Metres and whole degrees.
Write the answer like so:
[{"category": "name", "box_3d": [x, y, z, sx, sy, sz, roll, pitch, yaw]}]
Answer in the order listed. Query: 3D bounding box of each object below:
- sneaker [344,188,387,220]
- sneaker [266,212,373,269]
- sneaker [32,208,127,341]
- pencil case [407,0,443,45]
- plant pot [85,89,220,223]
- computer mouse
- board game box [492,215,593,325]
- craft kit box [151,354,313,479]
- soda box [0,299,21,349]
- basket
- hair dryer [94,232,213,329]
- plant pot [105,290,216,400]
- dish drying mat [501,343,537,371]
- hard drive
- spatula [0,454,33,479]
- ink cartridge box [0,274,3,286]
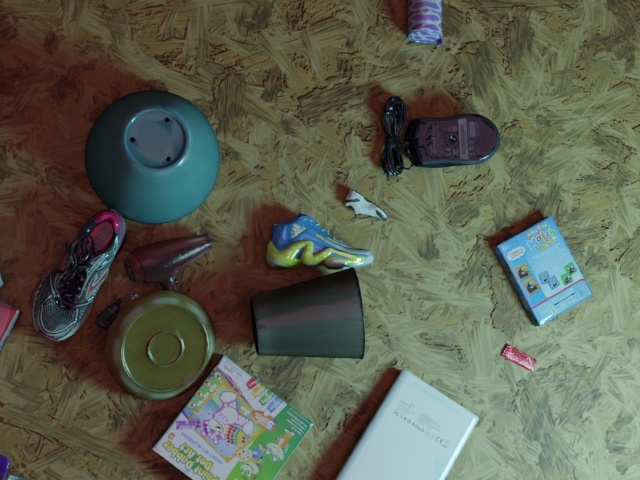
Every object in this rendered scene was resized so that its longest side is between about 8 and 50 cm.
[{"category": "sneaker", "box_3d": [0.103, -0.073, 2.049, 0.109, 0.040, 0.044, 33, 94, -3]}, {"category": "sneaker", "box_3d": [0.000, 0.000, 1.987, 0.240, 0.091, 0.126, 1, 83, -11]}, {"category": "sneaker", "box_3d": [-0.503, 0.064, 1.860, 0.120, 0.112, 0.299, 26, 79, -8]}, {"category": "pencil case", "box_3d": [0.249, -0.567, 2.115, 0.088, 0.086, 0.206, 9, 82, -35]}, {"category": "plant pot", "box_3d": [-0.347, -0.191, 1.881, 0.290, 0.195, 0.290, 2, 83, -12]}, {"category": "computer mouse", "box_3d": [0.276, -0.236, 2.091, 0.272, 0.072, 0.189, 2, 85, 0]}, {"category": "board game box", "box_3d": [0.523, 0.071, 2.118, 0.160, 0.039, 0.212, -28, 90, -14]}, {"category": "craft kit box", "box_3d": [-0.186, 0.414, 1.918, 0.250, 0.061, 0.247, 38, 80, -5]}, {"category": "soda box", "box_3d": [-0.700, 0.240, 1.805, 0.083, 0.092, 0.263, 26, 79, -9]}, {"category": "basket", "box_3d": [-0.031, 0.168, 1.933, 0.226, 0.154, 0.204, -6, 101, -9]}, {"category": "hair dryer", "box_3d": [-0.327, 0.105, 1.928, 0.223, 0.080, 0.294, 33, 83, -23]}, {"category": "plant pot", "box_3d": [-0.328, 0.223, 1.880, 0.236, 0.032, 0.236, -3, 98, -23]}, {"category": "dish drying mat", "box_3d": [0.463, 0.273, 2.097, 0.083, 0.008, 0.032, 29, 79, -8]}, {"category": "hard drive", "box_3d": [0.186, 0.466, 1.975, 0.203, 0.040, 0.308, 33, 74, 2]}, {"category": "spatula", "box_3d": [-0.585, 0.498, 1.832, 0.296, 0.030, 0.084, 19, 78, -9]}, {"category": "ink cartridge box", "box_3d": [-0.753, 0.010, 1.821, 0.160, 0.092, 0.219, -17, 87, -13]}]
